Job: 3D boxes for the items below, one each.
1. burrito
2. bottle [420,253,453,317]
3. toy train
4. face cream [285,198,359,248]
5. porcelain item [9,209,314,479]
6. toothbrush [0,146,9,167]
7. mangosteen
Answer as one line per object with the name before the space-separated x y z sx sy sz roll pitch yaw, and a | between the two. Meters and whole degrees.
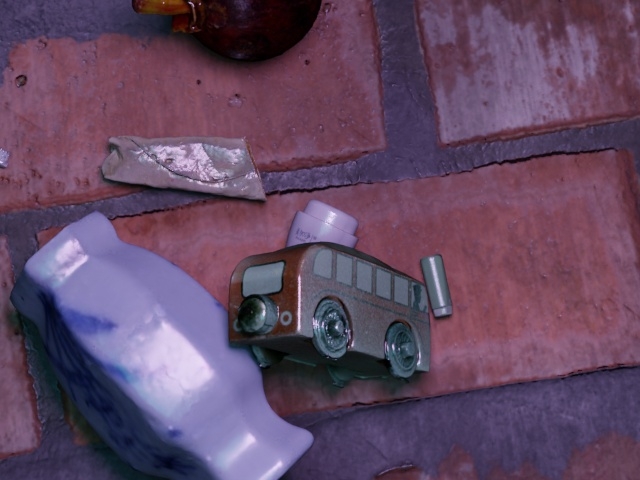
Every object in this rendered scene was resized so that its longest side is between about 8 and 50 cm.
burrito | -0.181 -0.104 1.905 0.226 0.060 0.087 4 87 -3
bottle | 0.157 0.061 1.912 0.030 0.030 0.083 -12 84 -4
toy train | 0.015 0.092 1.767 0.129 0.326 0.159 -12 70 35
face cream | 0.000 0.000 1.884 0.091 0.091 0.095 26 89 1
porcelain item | -0.203 0.163 1.784 0.405 0.242 0.178 48 57 5
toothbrush | -0.560 -0.143 1.917 0.287 0.020 0.025 13 73 -1
mangosteen | -0.127 -0.336 1.841 0.261 0.235 0.235 -29 84 -27
